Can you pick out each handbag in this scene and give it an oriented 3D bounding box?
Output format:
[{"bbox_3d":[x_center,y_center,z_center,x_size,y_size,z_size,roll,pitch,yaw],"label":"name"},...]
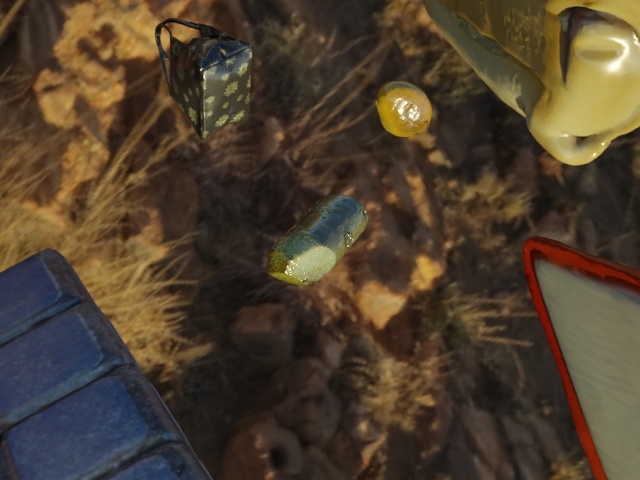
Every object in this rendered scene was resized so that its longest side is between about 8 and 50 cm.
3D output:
[{"bbox_3d":[-0.139,-0.197,1.348,0.072,0.115,0.139,-29,57,-26],"label":"handbag"}]

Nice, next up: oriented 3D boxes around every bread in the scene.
[{"bbox_3d":[0.121,-0.144,0.687,0.081,0.134,0.225,-20,47,-15],"label":"bread"}]

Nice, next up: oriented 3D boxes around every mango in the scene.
[{"bbox_3d":[0.120,-0.195,1.784,0.114,0.079,0.057,43,26,-50],"label":"mango"}]

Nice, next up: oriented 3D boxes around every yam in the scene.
[{"bbox_3d":[0.000,0.000,1.391,0.070,0.069,0.146,51,40,-8],"label":"yam"}]

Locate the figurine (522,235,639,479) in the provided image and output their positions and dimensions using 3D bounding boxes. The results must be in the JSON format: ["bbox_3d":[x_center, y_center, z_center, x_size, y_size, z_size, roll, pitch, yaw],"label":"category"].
[{"bbox_3d":[0.220,0.034,0.415,0.226,0.160,0.183,-32,116,-17],"label":"figurine"}]

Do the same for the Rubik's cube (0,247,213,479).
[{"bbox_3d":[-0.192,0.270,0.713,0.337,0.344,0.344,-29,123,-12],"label":"Rubik's cube"}]
